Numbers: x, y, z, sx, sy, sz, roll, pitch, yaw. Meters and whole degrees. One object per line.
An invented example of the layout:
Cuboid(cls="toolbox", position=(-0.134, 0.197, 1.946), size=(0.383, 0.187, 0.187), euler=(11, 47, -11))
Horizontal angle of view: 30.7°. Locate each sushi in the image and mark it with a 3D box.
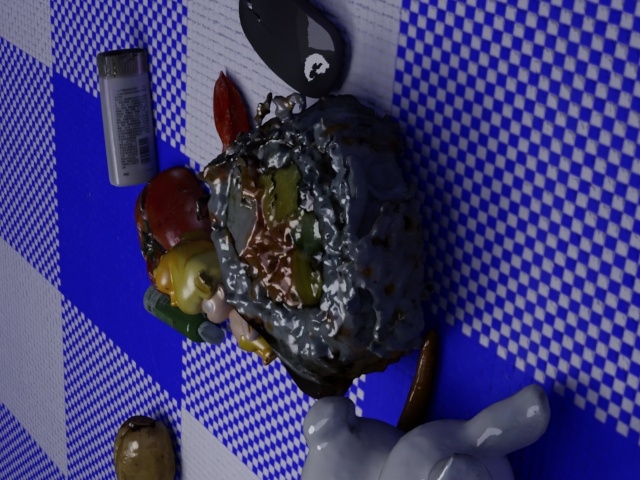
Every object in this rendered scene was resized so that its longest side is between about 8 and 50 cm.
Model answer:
Cuboid(cls="sushi", position=(0.001, -0.003, 1.530), size=(0.417, 0.176, 0.417), euler=(28, 126, 49))

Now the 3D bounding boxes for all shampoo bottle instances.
Cuboid(cls="shampoo bottle", position=(-0.232, 0.130, 2.002), size=(0.204, 0.065, 0.065), euler=(26, 123, 48))
Cuboid(cls="shampoo bottle", position=(-0.329, -0.209, 1.987), size=(0.056, 0.086, 0.227), euler=(18, 118, 49))

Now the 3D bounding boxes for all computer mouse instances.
Cuboid(cls="computer mouse", position=(-0.049, -0.290, 1.588), size=(0.232, 0.057, 0.120), euler=(51, 139, 30))

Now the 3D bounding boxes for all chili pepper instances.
Cuboid(cls="chili pepper", position=(-0.132, -0.168, 1.760), size=(0.059, 0.050, 0.191), euler=(-36, 61, 57))

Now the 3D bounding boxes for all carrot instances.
Cuboid(cls="carrot", position=(0.134, 0.194, 1.543), size=(0.037, 0.037, 0.190), euler=(39, 129, 40))

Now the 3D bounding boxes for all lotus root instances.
Cuboid(cls="lotus root", position=(-0.335, 0.432, 2.222), size=(0.125, 0.118, 0.221), euler=(-103, 11, -67))

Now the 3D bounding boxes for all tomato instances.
Cuboid(cls="tomato", position=(-0.254, -0.001, 1.955), size=(0.228, 0.101, 0.228), euler=(31, 129, 48))

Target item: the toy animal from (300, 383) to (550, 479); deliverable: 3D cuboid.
Cuboid(cls="toy animal", position=(0.122, 0.280, 1.417), size=(0.367, 0.196, 0.241), euler=(-24, 101, 53))

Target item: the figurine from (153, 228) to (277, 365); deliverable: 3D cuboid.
Cuboid(cls="figurine", position=(-0.151, 0.090, 1.812), size=(0.246, 0.131, 0.156), euler=(45, 163, 9))
